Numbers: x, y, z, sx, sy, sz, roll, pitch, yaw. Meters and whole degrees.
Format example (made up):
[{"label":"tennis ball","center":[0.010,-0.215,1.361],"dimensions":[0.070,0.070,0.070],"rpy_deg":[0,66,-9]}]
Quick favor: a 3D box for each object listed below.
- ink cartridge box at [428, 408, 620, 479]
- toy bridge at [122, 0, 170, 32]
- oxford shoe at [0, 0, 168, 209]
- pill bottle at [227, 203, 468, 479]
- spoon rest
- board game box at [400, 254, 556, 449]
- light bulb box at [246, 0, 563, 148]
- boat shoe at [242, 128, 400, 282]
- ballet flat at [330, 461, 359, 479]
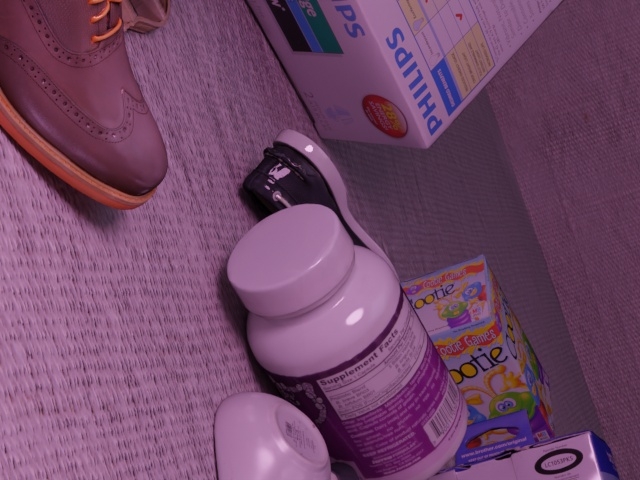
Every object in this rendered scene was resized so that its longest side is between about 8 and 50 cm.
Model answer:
[{"label":"ink cartridge box","center":[0.241,0.393,1.519],"dimensions":[0.151,0.270,0.395],"rpy_deg":[36,38,-64]},{"label":"toy bridge","center":[-0.183,-0.251,1.345],"dimensions":[0.188,0.026,0.063],"rpy_deg":[-76,144,-60]},{"label":"oxford shoe","center":[-0.204,-0.182,1.004],"dimensions":[0.364,0.132,0.130],"rpy_deg":[60,29,-27]},{"label":"pill bottle","center":[0.026,0.112,1.346],"dimensions":[0.301,0.169,0.169],"rpy_deg":[59,20,-33]},{"label":"spoon rest","center":[-0.044,0.236,1.154],"dimensions":[0.137,0.084,0.276],"rpy_deg":[39,20,-21]},{"label":"board game box","center":[0.236,0.183,1.948],"dimensions":[0.275,0.144,0.142],"rpy_deg":[58,21,-32]},{"label":"light bulb box","center":[0.102,-0.373,1.741],"dimensions":[0.361,0.225,0.358],"rpy_deg":[-47,125,-26]},{"label":"boat shoe","center":[0.000,0.000,1.529],"dimensions":[0.114,0.091,0.302],"rpy_deg":[22,-26,48]},{"label":"ballet flat","center":[-0.002,0.273,1.254],"dimensions":[0.074,0.074,0.203],"rpy_deg":[60,22,-29]}]
